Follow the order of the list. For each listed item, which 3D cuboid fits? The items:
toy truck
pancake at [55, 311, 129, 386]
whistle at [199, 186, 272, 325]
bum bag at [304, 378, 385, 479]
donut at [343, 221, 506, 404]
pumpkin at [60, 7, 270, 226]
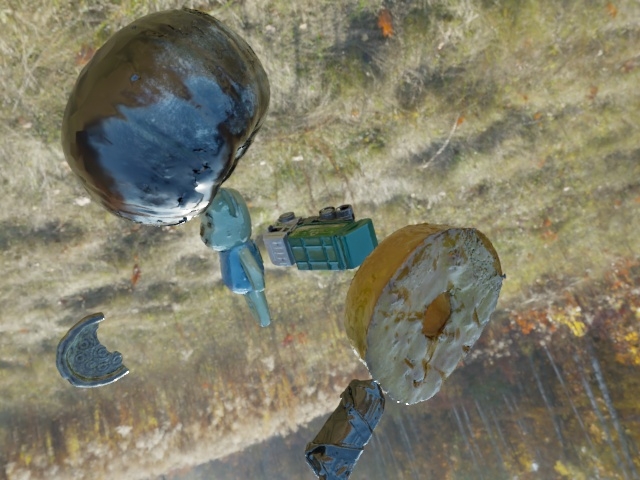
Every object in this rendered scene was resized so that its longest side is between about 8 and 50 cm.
[{"bbox_3d":[0.000,0.000,1.095,0.253,0.114,0.124,-3,-154,30],"label":"toy truck"},{"bbox_3d":[-0.518,0.263,1.207,0.190,0.020,0.184,36,85,-43],"label":"pancake"},{"bbox_3d":[-0.121,0.024,0.746,0.077,0.236,0.114,-28,-152,-26],"label":"whistle"},{"bbox_3d":[0.070,0.520,1.428,0.326,0.142,0.080,-57,175,-17],"label":"bum bag"},{"bbox_3d":[0.152,0.099,0.791,0.277,0.278,0.108,-8,-159,-31],"label":"donut"},{"bbox_3d":[-0.156,-0.121,0.539,0.233,0.163,0.233,-53,-170,13],"label":"pumpkin"}]
